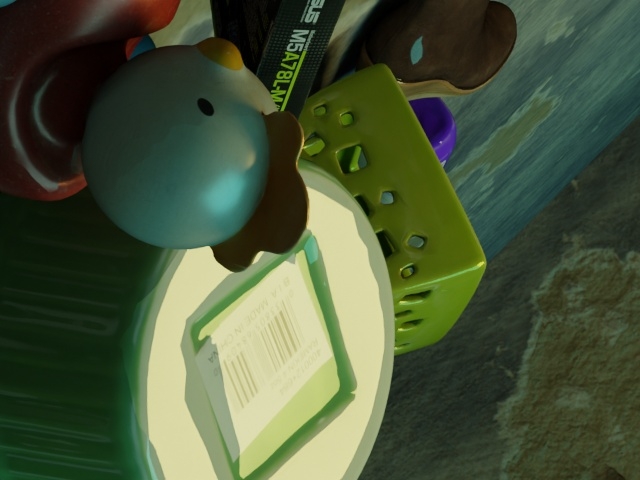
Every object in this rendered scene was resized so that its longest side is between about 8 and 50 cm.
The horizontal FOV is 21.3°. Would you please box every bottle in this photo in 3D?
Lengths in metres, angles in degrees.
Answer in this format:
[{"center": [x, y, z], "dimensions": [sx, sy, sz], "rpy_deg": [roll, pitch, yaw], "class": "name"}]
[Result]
[{"center": [0.067, -0.074, 1.860], "dimensions": [0.092, 0.118, 0.283], "rpy_deg": [-40, 168, -23], "class": "bottle"}]

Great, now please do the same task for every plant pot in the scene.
[{"center": [0.000, 0.000, 1.612], "dimensions": [0.207, 0.228, 0.227], "rpy_deg": [-20, 162, -15], "class": "plant pot"}]

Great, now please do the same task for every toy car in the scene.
[{"center": [-0.091, -0.086, 0.940], "dimensions": [0.219, 0.238, 0.210], "rpy_deg": [-28, 146, -60], "class": "toy car"}]

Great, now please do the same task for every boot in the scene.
[{"center": [0.149, -0.227, 1.670], "dimensions": [0.248, 0.090, 0.207], "rpy_deg": [-29, 164, -39], "class": "boot"}]

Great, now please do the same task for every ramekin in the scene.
[{"center": [-0.083, 0.073, 1.133], "dimensions": [0.303, 0.148, 0.303], "rpy_deg": [-9, 102, -50], "class": "ramekin"}]

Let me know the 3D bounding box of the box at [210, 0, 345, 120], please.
[{"center": [-0.032, -0.180, 1.037], "dimensions": [0.045, 0.190, 0.184], "rpy_deg": [-2, 152, -13], "class": "box"}]
